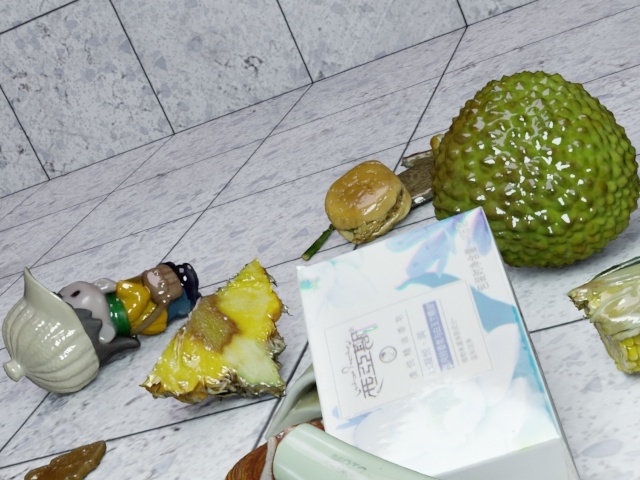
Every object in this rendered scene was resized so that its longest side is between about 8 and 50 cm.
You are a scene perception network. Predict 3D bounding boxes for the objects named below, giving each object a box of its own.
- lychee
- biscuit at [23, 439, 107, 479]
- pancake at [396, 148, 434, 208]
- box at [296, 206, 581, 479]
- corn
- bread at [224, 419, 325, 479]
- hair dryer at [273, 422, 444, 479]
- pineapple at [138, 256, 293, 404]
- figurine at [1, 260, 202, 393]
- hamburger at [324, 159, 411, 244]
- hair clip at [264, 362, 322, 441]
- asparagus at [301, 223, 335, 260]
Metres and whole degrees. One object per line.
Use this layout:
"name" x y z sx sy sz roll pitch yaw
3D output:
"lychee" 0.275 -0.090 1.468 0.270 0.270 0.320 -24 51 3
"biscuit" -0.339 0.309 1.489 0.130 0.019 0.119 -32 19 -22
"pancake" 0.170 -0.113 2.028 0.288 0.033 0.286 -22 18 7
"box" 0.106 0.127 1.074 0.203 0.116 0.274 -20 50 10
"corn" 0.406 0.039 1.118 0.305 0.122 0.123 -22 62 7
"bread" -0.022 0.254 1.144 0.161 0.073 0.160 -19 17 6
"hair dryer" 0.029 0.267 0.869 0.298 0.119 0.296 -31 46 -11
"pineapple" -0.107 0.165 1.512 0.164 0.139 0.249 25 55 12
"figurine" -0.353 0.140 1.825 0.332 0.204 0.185 -1 0 -36
"hamburger" 0.076 -0.065 1.882 0.138 0.083 0.147 -39 35 3
"hair clip" 0.058 0.146 1.289 0.282 0.113 0.172 -7 24 45
"asparagus" 0.000 0.000 1.950 0.018 0.015 0.127 -11 22 33
